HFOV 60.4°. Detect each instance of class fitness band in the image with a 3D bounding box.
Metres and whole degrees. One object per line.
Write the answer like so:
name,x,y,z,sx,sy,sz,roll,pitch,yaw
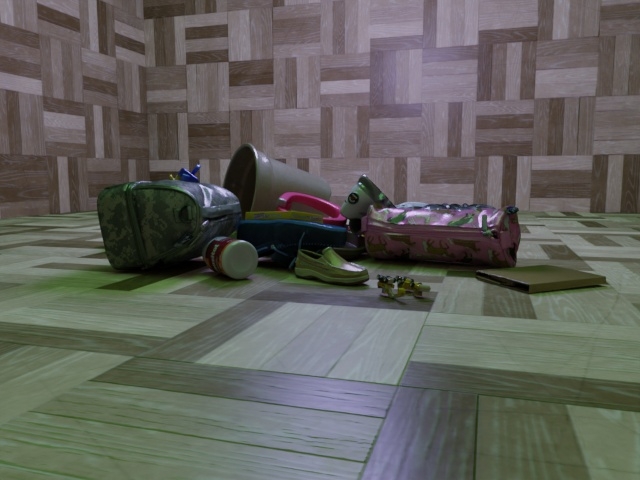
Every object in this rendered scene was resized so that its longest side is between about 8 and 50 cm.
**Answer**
fitness band,-0.021,-0.085,1.633,0.208,0.054,0.291,16,14,3

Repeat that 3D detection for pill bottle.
pill bottle,-0.210,0.036,1.240,0.086,0.086,0.152,-5,7,-33

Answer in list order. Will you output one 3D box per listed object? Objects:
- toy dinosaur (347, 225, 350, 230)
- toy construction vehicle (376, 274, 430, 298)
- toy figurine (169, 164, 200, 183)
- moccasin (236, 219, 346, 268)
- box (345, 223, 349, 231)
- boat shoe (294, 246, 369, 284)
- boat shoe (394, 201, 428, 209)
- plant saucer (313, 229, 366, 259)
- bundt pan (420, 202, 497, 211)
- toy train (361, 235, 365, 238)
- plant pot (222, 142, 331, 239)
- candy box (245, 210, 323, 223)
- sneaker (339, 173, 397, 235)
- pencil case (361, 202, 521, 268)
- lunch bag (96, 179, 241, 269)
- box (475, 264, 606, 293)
toy dinosaur,0.114,-0.023,1.824,0.047,0.090,0.082,-20,-16,-26
toy construction vehicle,0.153,0.090,1.037,0.085,0.035,0.098,9,5,-29
toy figurine,-0.431,-0.141,1.802,0.191,0.217,0.362,28,-5,-7
moccasin,-0.072,0.013,1.347,0.137,0.117,0.341,9,-6,-43
box,0.064,-0.033,1.947,0.062,0.052,0.083,-4,6,-24
boat shoe,0.019,0.050,1.172,0.189,0.072,0.068,5,8,35
boat shoe,0.280,-0.076,2.083,0.320,0.118,0.103,-4,13,1
plant saucer,0.000,0.000,1.531,0.277,0.041,0.278,9,14,-2
bundt pan,0.483,-0.065,1.922,0.330,0.124,0.331,1,6,0
toy train,0.178,0.012,1.633,0.125,0.046,0.166,17,13,35
plant pot,-0.143,-0.132,1.869,0.305,0.334,0.333,10,2,-28
candy box,-0.098,-0.059,1.432,0.105,0.027,0.205,4,-1,-41
sneaker,0.152,-0.069,1.611,0.122,0.146,0.330,48,9,35
pencil case,0.297,-0.015,1.382,0.385,0.167,0.160,4,43,31
lunch bag,-0.355,-0.053,1.352,0.255,0.213,0.305,-11,3,14
box,0.457,0.078,1.151,0.201,0.021,0.164,-3,7,-22
